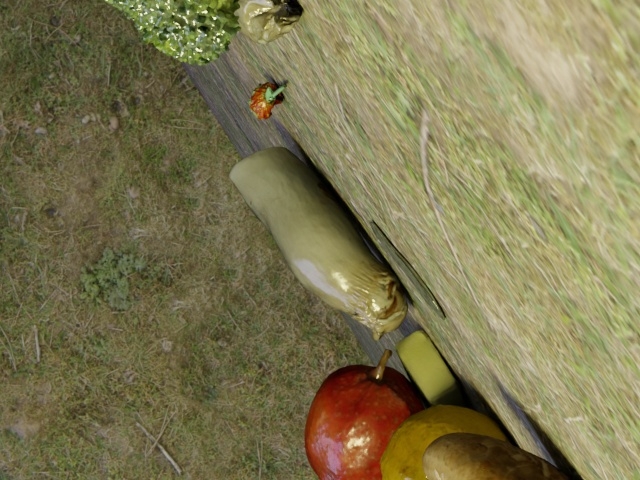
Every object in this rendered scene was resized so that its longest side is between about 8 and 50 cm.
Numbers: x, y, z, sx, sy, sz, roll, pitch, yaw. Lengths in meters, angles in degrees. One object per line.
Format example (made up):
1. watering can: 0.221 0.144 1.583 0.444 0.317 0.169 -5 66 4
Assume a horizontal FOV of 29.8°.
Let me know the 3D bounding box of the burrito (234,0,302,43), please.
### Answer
1. burrito: -0.069 -0.245 1.269 0.063 0.058 0.229 61 176 -20

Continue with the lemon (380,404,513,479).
1. lemon: 0.182 0.327 1.675 0.192 0.192 0.231 58 169 -8

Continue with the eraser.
1. eraser: 0.178 0.225 1.894 0.117 0.058 0.172 56 176 30

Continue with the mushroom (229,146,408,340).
1. mushroom: 0.001 0.001 1.857 0.177 0.126 0.397 48 -177 -43

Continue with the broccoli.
1. broccoli: -0.128 -0.275 0.992 0.176 0.198 0.226 22 -132 -30

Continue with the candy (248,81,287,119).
1. candy: -0.067 -0.204 1.680 0.184 0.049 0.056 176 106 -79

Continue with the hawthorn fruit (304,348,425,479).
1. hawthorn fruit: 0.073 0.277 1.842 0.205 0.205 0.253 -130 39 -59

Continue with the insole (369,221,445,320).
1. insole: 0.114 0.038 1.592 0.193 0.006 0.065 54 175 44

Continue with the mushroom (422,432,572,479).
1. mushroom: 0.239 0.315 1.327 0.285 0.156 0.151 45 162 8
